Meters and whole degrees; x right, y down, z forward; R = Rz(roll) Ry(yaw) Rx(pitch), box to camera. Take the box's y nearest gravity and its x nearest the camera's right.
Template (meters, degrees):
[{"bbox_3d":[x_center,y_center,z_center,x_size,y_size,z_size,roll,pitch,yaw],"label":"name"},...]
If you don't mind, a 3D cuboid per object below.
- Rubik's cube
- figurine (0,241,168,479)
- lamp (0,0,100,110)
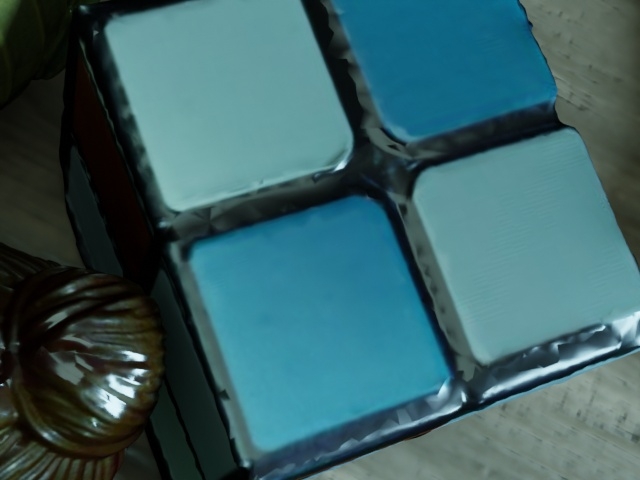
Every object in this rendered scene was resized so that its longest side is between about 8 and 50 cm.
[{"bbox_3d":[-0.001,0.000,0.478,0.167,0.180,0.183,-19,81,-18],"label":"Rubik's cube"},{"bbox_3d":[-0.215,0.043,0.374,0.315,0.168,0.187,10,41,-25],"label":"figurine"},{"bbox_3d":[-0.205,-0.164,0.439,0.250,0.250,0.284,7,70,-13],"label":"lamp"}]
